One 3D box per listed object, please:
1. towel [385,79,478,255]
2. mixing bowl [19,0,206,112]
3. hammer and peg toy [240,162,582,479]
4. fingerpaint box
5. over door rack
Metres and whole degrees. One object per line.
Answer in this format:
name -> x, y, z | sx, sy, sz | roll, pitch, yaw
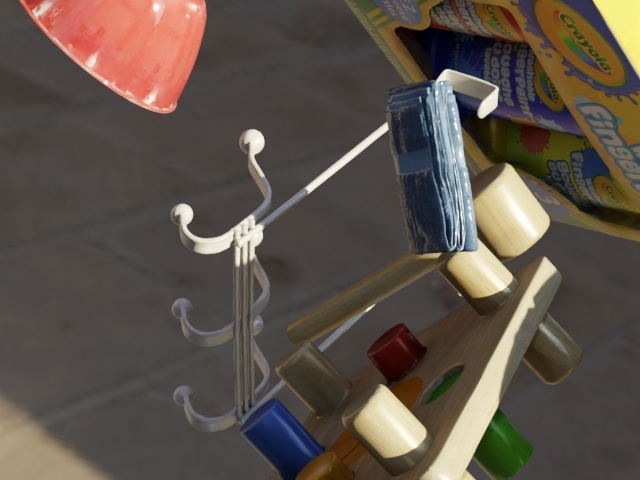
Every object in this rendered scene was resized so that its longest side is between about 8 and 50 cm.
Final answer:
towel -> 0.072, -0.048, 1.346 | 0.029, 0.119, 0.067 | -12, 3, -30
mixing bowl -> -0.167, -0.207, 1.723 | 0.181, 0.098, 0.181 | 38, 15, -12
hammer and peg toy -> 0.059, 0.113, 1.427 | 0.127, 0.266, 0.361 | 47, 39, -10
fingerpaint box -> 0.259, -0.180, 2.017 | 0.371, 0.163, 0.445 | 16, -24, 44
over door rack -> 0.000, 0.000, 1.742 | 0.324, 0.239, 0.108 | -29, 51, -29
